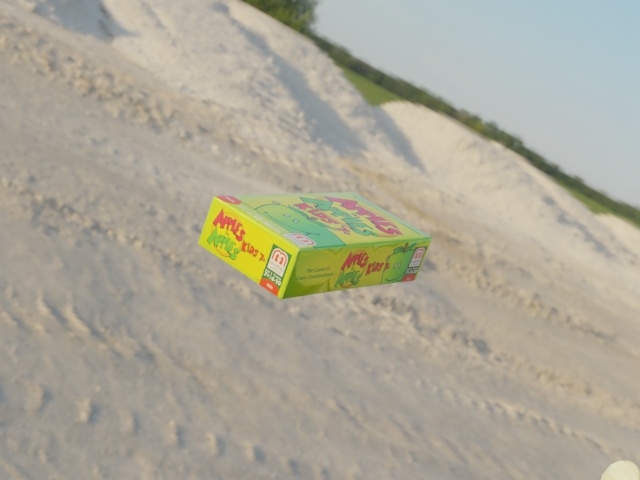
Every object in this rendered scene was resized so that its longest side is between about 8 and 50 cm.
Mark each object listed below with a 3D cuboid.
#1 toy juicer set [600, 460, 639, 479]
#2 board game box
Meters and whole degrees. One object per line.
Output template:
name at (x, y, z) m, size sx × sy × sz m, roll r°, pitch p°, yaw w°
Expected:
toy juicer set at (0.162, 0.264, 0.734) m, size 0.089 × 0.329 × 0.209 m, roll -14°, pitch -69°, yaw 44°
board game box at (0.000, 0.000, 0.917) m, size 0.092 × 0.043 × 0.181 m, roll 31°, pitch 21°, yaw 32°
